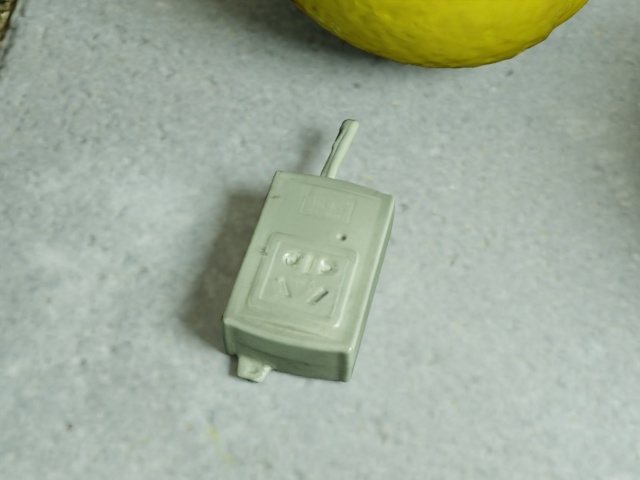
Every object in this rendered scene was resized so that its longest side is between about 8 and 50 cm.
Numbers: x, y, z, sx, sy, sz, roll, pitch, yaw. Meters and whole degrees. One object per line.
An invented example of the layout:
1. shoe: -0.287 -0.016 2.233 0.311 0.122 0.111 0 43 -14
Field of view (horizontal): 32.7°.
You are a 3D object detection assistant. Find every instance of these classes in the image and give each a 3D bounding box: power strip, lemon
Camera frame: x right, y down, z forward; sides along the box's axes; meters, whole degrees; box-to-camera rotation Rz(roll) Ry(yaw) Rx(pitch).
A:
1. power strip: 0.000 0.000 0.621 0.075 0.042 0.175 12 57 7
2. lemon: 0.063 -0.222 0.661 0.254 0.228 0.228 13 57 12
